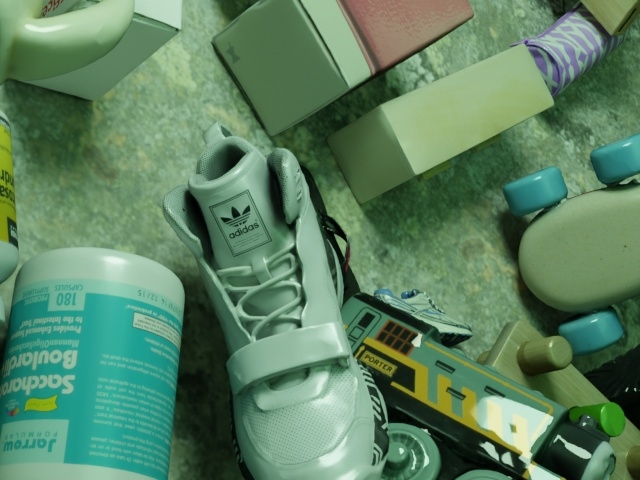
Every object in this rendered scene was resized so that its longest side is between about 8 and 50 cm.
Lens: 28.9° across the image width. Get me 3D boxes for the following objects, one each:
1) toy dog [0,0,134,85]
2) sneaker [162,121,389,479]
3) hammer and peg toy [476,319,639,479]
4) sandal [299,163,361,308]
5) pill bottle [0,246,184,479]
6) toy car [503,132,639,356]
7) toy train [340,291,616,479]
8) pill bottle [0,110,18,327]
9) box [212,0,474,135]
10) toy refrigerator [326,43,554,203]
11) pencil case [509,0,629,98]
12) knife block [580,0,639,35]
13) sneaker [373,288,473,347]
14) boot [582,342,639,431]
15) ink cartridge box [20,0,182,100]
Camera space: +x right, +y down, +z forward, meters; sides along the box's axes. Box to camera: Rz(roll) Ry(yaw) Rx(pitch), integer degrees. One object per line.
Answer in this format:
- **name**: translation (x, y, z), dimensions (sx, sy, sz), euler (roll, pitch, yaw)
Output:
- **toy dog**: translation (-0.342, -0.306, 0.972), dimensions (0.395, 0.284, 0.408), euler (1, 48, -7)
- **sneaker**: translation (-0.047, 0.059, 1.065), dimensions (0.366, 0.137, 0.210), euler (-102, 170, -50)
- **hammer and peg toy**: translation (0.271, 0.293, 1.316), dimensions (0.361, 0.127, 0.266), euler (44, 59, -15)
- **sandal**: translation (0.000, 0.000, 1.295), dimensions (0.067, 0.040, 0.179), euler (-17, 84, -41)
- **pill bottle**: translation (-0.193, 0.149, 1.018), dimensions (0.146, 0.146, 0.264), euler (18, 62, -32)
- **toy car**: translation (0.358, -0.006, 1.516), dimensions (0.219, 0.210, 0.238), euler (68, 21, -2)
- **toy train**: translation (0.105, 0.184, 1.151), dimensions (0.190, 0.334, 0.142), euler (-51, 151, -25)
- **pill bottle**: translation (-0.304, -0.017, 1.026), dimensions (0.103, 0.103, 0.184), euler (4, 71, -37)
- **box**: translation (0.028, -0.230, 1.335), dimensions (0.232, 0.148, 0.127), euler (-35, 96, -40)
- **toy refrigerator**: translation (0.144, -0.133, 1.419), dimensions (0.269, 0.102, 0.094), euler (-27, 90, -42)
- **pencil case**: translation (0.327, -0.258, 1.617), dimensions (0.206, 0.086, 0.088), euler (-40, 115, -41)
- **knife block**: translation (0.322, -0.416, 1.627), dimensions (0.242, 0.088, 0.276), euler (24, 44, -8)
- **sneaker**: translation (0.111, 0.080, 1.345), dimensions (0.135, 0.052, 0.058), euler (15, 60, -33)
- **boot**: translation (0.425, 0.207, 1.414), dimensions (0.207, 0.246, 0.094), euler (40, 45, -16)
- **ink cartridge box**: translation (-0.207, -0.273, 1.154), dimensions (0.100, 0.172, 0.237), euler (15, 64, -33)
